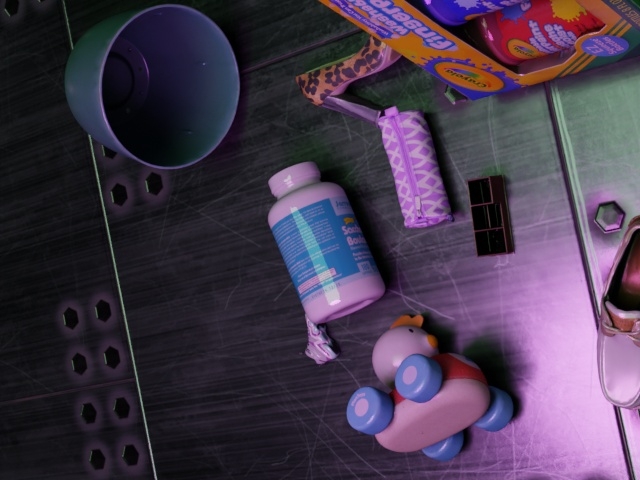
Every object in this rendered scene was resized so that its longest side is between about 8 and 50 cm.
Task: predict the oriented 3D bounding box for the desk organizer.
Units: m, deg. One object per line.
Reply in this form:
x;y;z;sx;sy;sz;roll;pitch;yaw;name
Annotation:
0.274;-0.039;1.805;0.047;0.050;0.130;-9;89;34;desk organizer

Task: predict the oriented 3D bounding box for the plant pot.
-0.337;-0.290;2.063;0.235;0.293;0.293;14;102;48;plant pot

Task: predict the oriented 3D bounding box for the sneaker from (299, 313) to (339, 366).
-0.016;0.183;2.022;0.069;0.038;0.098;-38;72;29;sneaker

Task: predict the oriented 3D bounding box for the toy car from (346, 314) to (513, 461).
0.164;0.209;1.842;0.210;0.219;0.238;-38;45;30;toy car

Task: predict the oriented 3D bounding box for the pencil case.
0.155;-0.118;1.857;0.086;0.088;0.206;-20;82;31;pencil case

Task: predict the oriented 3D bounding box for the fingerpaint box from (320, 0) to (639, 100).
0.223;-0.381;1.527;0.371;0.445;0.163;-9;64;45;fingerpaint box

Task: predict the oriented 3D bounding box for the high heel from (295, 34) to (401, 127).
0.052;-0.339;1.901;0.186;0.093;0.261;25;116;23;high heel

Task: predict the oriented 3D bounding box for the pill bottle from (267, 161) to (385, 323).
0.000;0.000;1.933;0.146;0.146;0.264;-29;78;32;pill bottle

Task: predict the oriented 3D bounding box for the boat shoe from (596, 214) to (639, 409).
0.461;0.109;1.659;0.113;0.103;0.302;10;99;33;boat shoe
